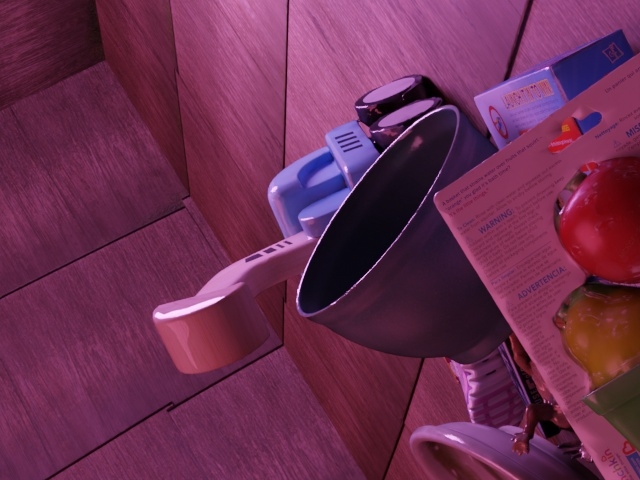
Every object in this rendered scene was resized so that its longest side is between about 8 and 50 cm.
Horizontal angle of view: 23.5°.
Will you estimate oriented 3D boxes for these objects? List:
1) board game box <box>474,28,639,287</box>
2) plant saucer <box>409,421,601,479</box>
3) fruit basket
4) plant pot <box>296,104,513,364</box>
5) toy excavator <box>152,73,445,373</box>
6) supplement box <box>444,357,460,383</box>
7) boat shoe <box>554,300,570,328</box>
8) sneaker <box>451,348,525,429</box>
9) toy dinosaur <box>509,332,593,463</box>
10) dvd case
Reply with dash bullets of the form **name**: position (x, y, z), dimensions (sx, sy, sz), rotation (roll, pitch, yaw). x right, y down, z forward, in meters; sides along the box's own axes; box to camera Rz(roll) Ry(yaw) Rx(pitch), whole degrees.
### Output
- **board game box**: position (0.302, -0.053, 1.636), dimensions (0.302, 0.086, 0.308), rotation (63, 172, -4)
- **plant saucer**: position (0.314, 0.367, 2.188), dimensions (0.400, 0.100, 0.400), rotation (35, 163, 13)
- **fruit basket**: position (0.323, 0.021, 1.421), dimensions (0.353, 0.327, 0.165), rotation (61, -156, 15)
- **plant pot**: position (0.137, 0.019, 1.758), dimensions (0.196, 0.293, 0.293), rotation (36, 172, -14)
- **toy excavator**: position (0.000, 0.000, 2.016), dimensions (0.433, 0.445, 0.222), rotation (-111, -4, -72)
- **supplement box**: position (0.242, 0.203, 2.535), dimensions (0.055, 0.043, 0.083), rotation (62, 166, 4)
- **boat shoe**: position (0.274, 0.066, 1.685), dimensions (0.190, 0.068, 0.072), rotation (-171, 65, -81)
- **sneaker**: position (0.250, 0.199, 2.418), dimensions (0.104, 0.095, 0.236), rotation (-137, 27, -71)
- **toy dinosaur**: position (0.327, 0.185, 2.052), dimensions (0.200, 0.127, 0.296), rotation (16, -127, -56)
- **dvd case**: position (0.281, 0.168, 2.221), dimensions (0.239, 0.029, 0.179), rotation (-108, -7, -78)
